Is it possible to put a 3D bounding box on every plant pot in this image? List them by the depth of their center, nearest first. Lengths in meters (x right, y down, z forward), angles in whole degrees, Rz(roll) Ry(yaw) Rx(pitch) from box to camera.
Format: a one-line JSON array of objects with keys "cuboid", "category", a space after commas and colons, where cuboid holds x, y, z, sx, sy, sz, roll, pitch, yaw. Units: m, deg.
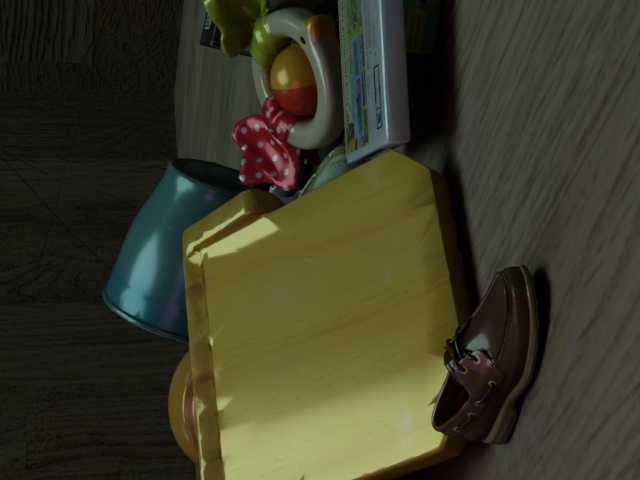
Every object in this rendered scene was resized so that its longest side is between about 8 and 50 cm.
[{"cuboid": [-0.070, 0.215, 1.834, 0.188, 0.205, 0.205, -6, 84, 64], "category": "plant pot"}, {"cuboid": [-0.199, 0.008, 2.359, 0.271, 0.272, 0.255, -121, 47, -70], "category": "plant pot"}]

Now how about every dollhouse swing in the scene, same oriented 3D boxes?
[{"cuboid": [0.046, 0.130, 1.381, 0.315, 0.305, 0.346, 42, -146, -55], "category": "dollhouse swing"}]

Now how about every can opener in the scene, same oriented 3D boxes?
[{"cuboid": [-0.028, -0.097, 1.877, 0.280, 0.074, 0.093, 108, 160, -58], "category": "can opener"}]

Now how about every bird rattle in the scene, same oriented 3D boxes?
[{"cuboid": [-0.041, -0.177, 1.625, 0.207, 0.143, 0.253, 14, 109, 57], "category": "bird rattle"}]

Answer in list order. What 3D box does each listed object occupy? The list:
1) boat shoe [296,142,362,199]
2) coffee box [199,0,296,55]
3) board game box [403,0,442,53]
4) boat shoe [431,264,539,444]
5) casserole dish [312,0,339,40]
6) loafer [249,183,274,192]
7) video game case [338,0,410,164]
[{"cuboid": [0.000, 0.000, 1.691, 0.285, 0.105, 0.089, 122, 157, -50], "category": "boat shoe"}, {"cuboid": [-0.061, -0.379, 1.790, 0.168, 0.119, 0.297, -144, 66, -77], "category": "coffee box"}, {"cuboid": [0.088, -0.367, 1.334, 0.213, 0.046, 0.317, -103, 17, -54], "category": "board game box"}, {"cuboid": [0.126, 0.093, 1.085, 0.064, 0.060, 0.178, -101, 16, -47], "category": "boat shoe"}, {"cuboid": [-0.003, -0.257, 1.849, 0.114, 0.037, 0.188, -169, 80, -79], "category": "casserole dish"}, {"cuboid": [-0.083, -0.076, 2.218, 0.061, 0.062, 0.170, -119, 31, -78], "category": "loafer"}, {"cuboid": [0.049, -0.195, 1.360, 0.206, 0.026, 0.226, 166, 101, -80], "category": "video game case"}]
